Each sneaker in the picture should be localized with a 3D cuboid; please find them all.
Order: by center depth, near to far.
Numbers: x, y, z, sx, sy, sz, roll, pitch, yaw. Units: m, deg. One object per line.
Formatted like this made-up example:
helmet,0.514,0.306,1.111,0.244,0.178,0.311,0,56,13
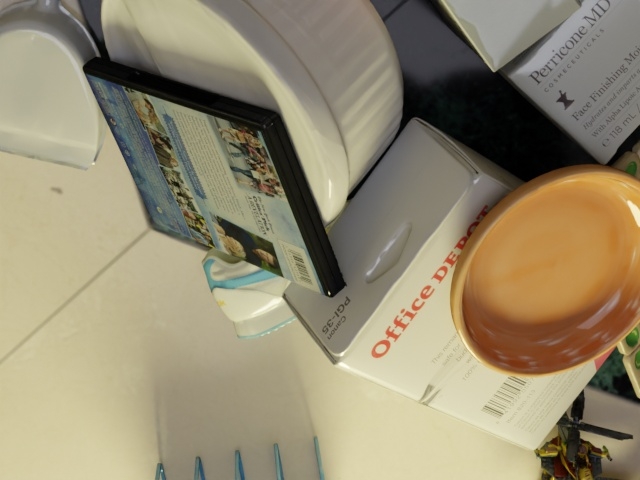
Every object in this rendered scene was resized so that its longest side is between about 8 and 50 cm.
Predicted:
sneaker,0.000,0.000,1.383,0.229,0.087,0.092,-31,104,3

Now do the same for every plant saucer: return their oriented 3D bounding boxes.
plant saucer,0.195,0.023,1.231,0.200,0.037,0.200,-11,124,-16

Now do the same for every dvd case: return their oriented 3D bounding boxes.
dvd case,-0.094,-0.057,1.269,0.022,0.253,0.180,-40,129,-26

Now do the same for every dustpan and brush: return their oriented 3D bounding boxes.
dustpan and brush,-0.250,-0.183,1.335,0.147,0.060,0.211,13,111,-3

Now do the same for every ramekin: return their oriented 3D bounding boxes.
ramekin,-0.050,-0.143,1.255,0.127,0.273,0.273,-42,107,-25

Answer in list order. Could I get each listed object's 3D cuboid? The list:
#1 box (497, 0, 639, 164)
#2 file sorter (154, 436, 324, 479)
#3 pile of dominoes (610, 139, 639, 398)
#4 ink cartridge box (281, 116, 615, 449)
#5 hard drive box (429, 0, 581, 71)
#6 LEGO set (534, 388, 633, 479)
box,0.245,-0.185,1.296,0.119,0.182,0.181,39,100,-14
file sorter,-0.072,0.263,1.439,0.170,0.118,0.104,-10,103,-1
pile of dominoes,0.330,0.012,1.336,0.196,0.040,0.251,-42,126,-21
ink cartridge box,0.139,0.043,1.328,0.283,0.117,0.207,27,104,-40
hard drive box,0.109,-0.255,1.241,0.089,0.232,0.181,-36,104,6
LEGO set,0.337,0.270,1.394,0.331,0.255,0.192,12,133,4
